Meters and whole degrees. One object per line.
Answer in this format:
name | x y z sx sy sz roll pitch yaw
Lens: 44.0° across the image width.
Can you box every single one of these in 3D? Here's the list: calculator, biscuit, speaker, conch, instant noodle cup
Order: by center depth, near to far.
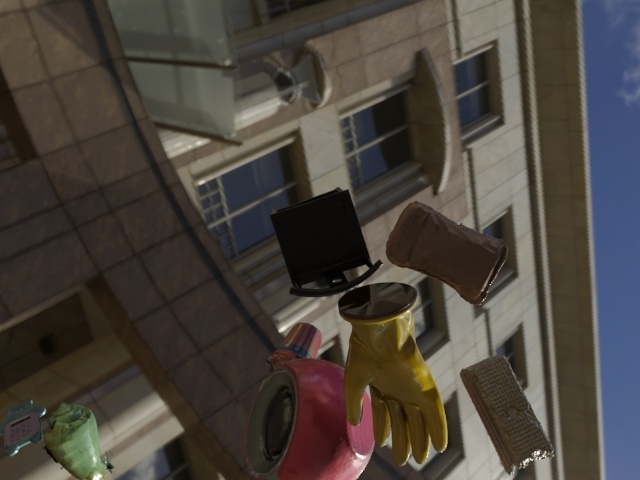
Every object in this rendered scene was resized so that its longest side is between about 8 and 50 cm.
conch | -0.441 0.373 1.426 0.079 0.105 0.170 -10 -75 49
calculator | -0.555 0.343 1.472 0.141 0.094 0.019 44 -24 58
biscuit | 0.389 0.358 1.651 0.239 0.108 0.062 65 -27 16
speaker | -0.032 0.394 1.652 0.294 0.294 0.294 25 -50 34
instant noodle cup | -0.057 0.288 2.046 0.127 0.136 0.127 12 -51 15

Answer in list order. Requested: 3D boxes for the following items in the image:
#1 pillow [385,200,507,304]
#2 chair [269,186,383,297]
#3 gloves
pillow | 0.230 0.018 1.463 0.211 0.135 0.034 27 -8 11
chair | 0.000 0.000 1.354 0.260 0.154 0.142 -124 -165 -81
gloves | 0.112 0.219 1.203 0.133 0.116 0.295 10 -61 47
